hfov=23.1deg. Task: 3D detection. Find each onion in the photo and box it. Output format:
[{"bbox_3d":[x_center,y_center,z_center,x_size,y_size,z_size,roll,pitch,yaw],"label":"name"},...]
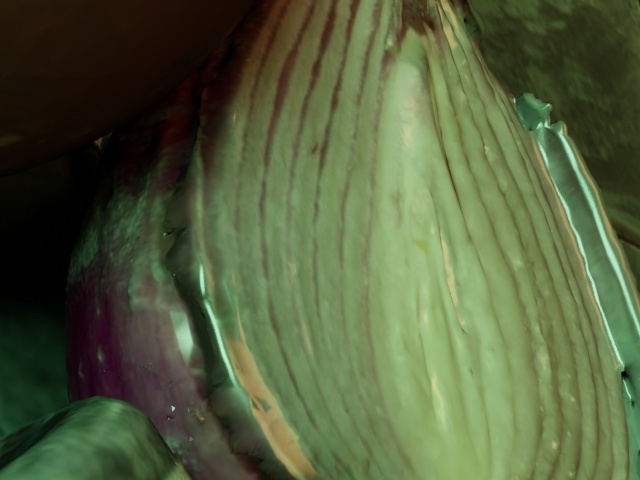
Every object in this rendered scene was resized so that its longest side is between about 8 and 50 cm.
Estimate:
[{"bbox_3d":[0.000,0.000,0.637,0.267,0.159,0.348,22,53,-43],"label":"onion"}]

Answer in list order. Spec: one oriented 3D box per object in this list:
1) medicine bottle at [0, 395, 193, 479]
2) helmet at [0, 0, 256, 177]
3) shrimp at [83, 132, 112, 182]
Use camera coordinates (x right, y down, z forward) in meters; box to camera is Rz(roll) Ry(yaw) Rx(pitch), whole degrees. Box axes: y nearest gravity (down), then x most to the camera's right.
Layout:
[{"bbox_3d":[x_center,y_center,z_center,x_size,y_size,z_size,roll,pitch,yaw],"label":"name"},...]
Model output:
[{"bbox_3d":[-0.054,0.197,0.451,0.273,0.165,0.165,59,35,-3],"label":"medicine bottle"},{"bbox_3d":[-0.131,-0.143,0.508,0.385,0.337,0.230,-70,156,-60],"label":"helmet"},{"bbox_3d":[-0.055,-0.081,0.746,0.169,0.058,0.296,-2,73,-50],"label":"shrimp"}]
